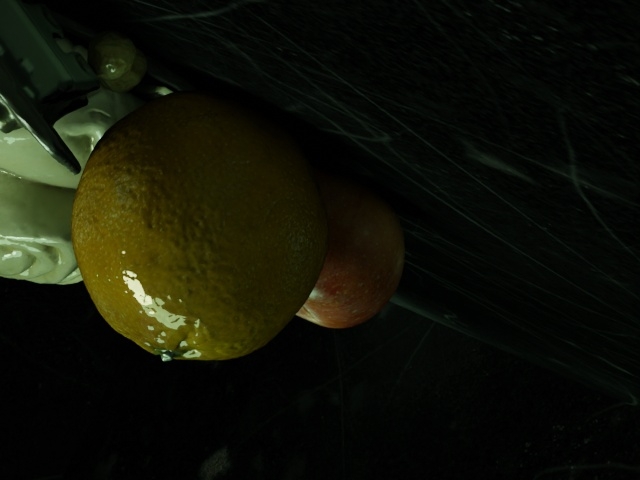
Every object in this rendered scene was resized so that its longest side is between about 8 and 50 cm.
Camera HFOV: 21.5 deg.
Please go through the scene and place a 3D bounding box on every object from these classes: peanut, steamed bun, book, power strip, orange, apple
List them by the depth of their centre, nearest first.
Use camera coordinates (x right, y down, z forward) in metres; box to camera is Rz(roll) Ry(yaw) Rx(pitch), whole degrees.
[{"bbox_3d":[-0.285,-0.184,1.543,0.257,0.092,0.251,55,-178,-1],"label":"power strip"},{"bbox_3d":[-0.193,-0.171,1.601,0.054,0.054,0.113,26,175,5],"label":"peanut"},{"bbox_3d":[-0.119,-0.009,1.644,0.264,0.264,0.264,26,176,2],"label":"orange"},{"bbox_3d":[0.000,0.000,1.840,0.201,0.162,0.201,29,165,8],"label":"apple"},{"bbox_3d":[-0.117,-0.130,1.897,0.181,0.014,0.127,27,177,-20],"label":"book"},{"bbox_3d":[-0.339,-0.086,1.940,0.342,0.255,0.368,20,163,38],"label":"steamed bun"}]
